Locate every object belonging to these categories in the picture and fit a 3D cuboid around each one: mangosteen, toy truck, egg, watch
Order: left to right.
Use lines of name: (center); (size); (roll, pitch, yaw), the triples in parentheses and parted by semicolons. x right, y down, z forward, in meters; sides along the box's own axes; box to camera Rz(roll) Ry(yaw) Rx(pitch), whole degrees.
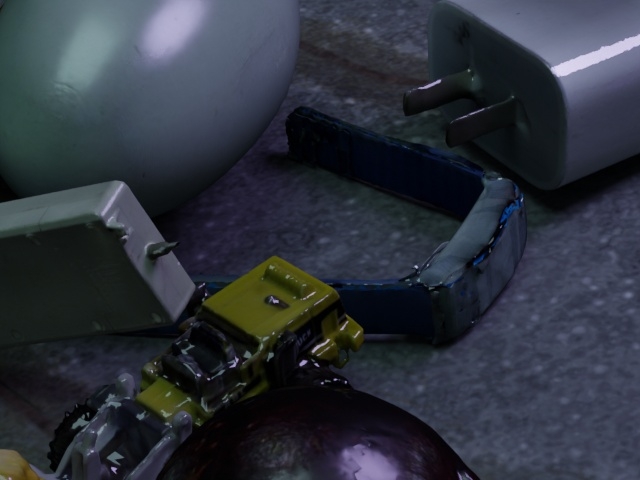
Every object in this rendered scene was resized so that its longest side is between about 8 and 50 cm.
egg: (-0.140, -0.146, 1.249); (0.230, 0.230, 0.371); (2, 33, 15)
toy truck: (-0.096, 0.122, 1.069); (0.136, 0.111, 0.286); (28, 54, 35)
mangosteen: (-0.023, 0.203, 0.883); (0.265, 0.228, 0.228); (-26, 36, 16)
watch: (-0.002, 0.009, 1.221); (0.275, 0.068, 0.276); (22, 49, 33)

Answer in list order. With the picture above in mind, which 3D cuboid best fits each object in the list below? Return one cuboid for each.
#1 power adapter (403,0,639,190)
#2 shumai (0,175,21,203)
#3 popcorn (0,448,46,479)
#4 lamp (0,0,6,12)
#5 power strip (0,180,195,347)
power adapter: (0.190, -0.138, 1.299); (0.255, 0.124, 0.187); (-23, 39, -23)
shumai: (-0.302, -0.068, 1.321); (0.184, 0.142, 0.184); (-4, 41, 3)
popcorn: (-0.202, 0.211, 0.942); (0.152, 0.167, 0.148); (3, 27, -27)
lamp: (-0.206, -0.279, 1.561); (0.090, 0.089, 0.325); (3, 47, 32)
power strip: (-0.243, 0.029, 1.132); (0.367, 0.106, 0.043); (-9, 37, 33)
